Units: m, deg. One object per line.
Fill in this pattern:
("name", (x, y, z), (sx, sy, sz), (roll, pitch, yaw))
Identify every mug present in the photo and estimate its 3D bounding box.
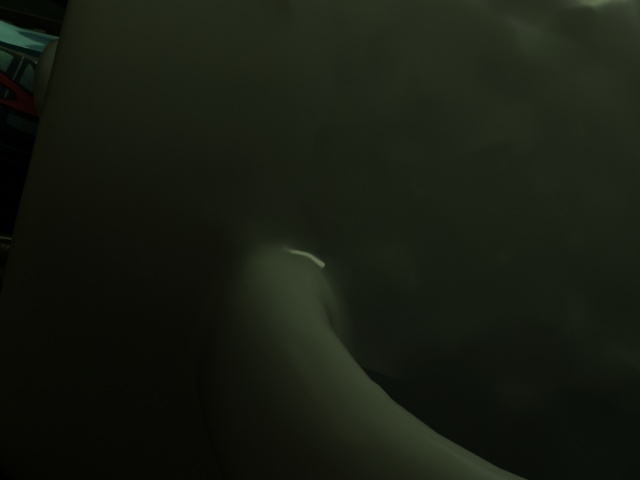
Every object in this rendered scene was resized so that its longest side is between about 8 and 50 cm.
("mug", (0.084, 0.025, 0.468), (0.328, 0.276, 0.374), (13, 17, -7))

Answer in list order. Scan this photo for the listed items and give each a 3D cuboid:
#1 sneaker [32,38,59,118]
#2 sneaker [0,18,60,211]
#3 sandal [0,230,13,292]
("sneaker", (0.000, 0.000, 0.841), (0.366, 0.137, 0.210), (50, 29, -23))
("sneaker", (-0.182, -0.054, 0.872), (0.262, 0.104, 0.125), (31, 34, -13))
("sandal", (-0.063, 0.040, 0.687), (0.219, 0.060, 0.090), (12, 1, 4))
